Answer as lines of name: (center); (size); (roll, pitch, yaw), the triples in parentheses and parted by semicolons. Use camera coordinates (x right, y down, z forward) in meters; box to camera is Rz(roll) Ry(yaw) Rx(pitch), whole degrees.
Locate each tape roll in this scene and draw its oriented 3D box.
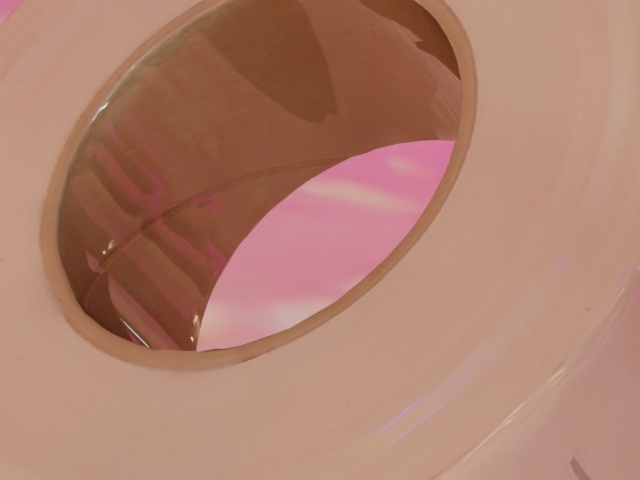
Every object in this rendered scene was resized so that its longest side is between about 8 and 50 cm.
tape roll: (0.000, 0.000, 0.615); (0.286, 0.286, 0.100); (28, -16, 41)
